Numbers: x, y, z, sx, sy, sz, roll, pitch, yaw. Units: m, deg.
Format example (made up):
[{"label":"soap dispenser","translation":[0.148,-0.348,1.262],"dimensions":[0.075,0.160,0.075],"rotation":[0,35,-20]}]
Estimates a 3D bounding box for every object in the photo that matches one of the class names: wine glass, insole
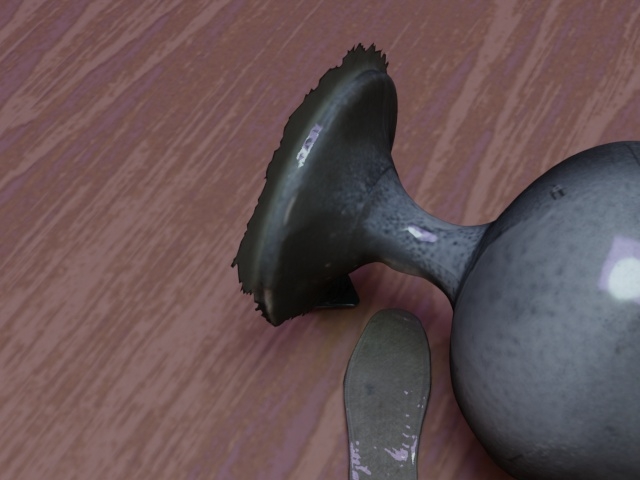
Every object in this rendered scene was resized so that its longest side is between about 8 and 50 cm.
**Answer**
[{"label":"wine glass","translation":[0.140,0.032,0.561],"dimensions":[0.323,0.238,0.238],"rotation":[21,56,16]},{"label":"insole","translation":[0.046,0.128,0.632],"dimensions":[0.063,0.010,0.192],"rotation":[3,53,4]}]

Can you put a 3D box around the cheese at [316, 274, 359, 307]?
[{"label":"cheese","translation":[0.000,0.000,0.719],"dimensions":[0.067,0.026,0.120],"rotation":[-2,59,2]}]
